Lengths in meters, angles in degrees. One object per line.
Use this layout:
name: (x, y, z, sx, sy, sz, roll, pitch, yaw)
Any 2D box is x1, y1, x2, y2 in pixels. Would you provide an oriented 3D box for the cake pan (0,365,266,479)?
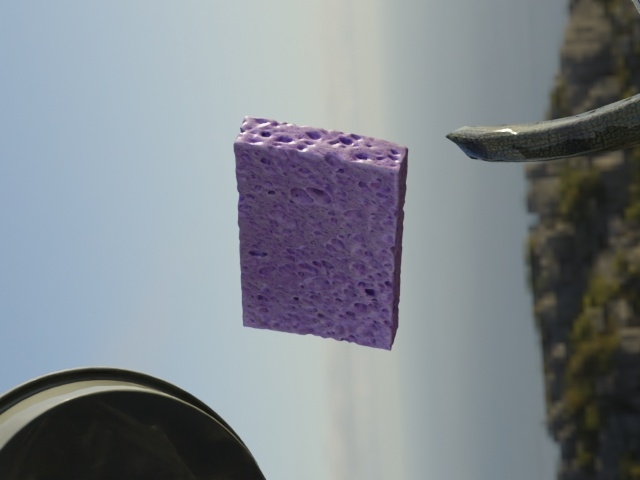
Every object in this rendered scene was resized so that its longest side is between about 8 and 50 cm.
cake pan: (-0.146, 0.233, 1.328, 0.054, 0.293, 0.293, -20, 71, 60)

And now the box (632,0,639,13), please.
box: (0.352, -0.205, 1.387, 0.213, 0.117, 0.243, -50, -62, -26)

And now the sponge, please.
sponge: (0.000, 0.000, 1.328, 0.210, 0.117, 0.031, 90, -167, -51)

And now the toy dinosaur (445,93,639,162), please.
toy dinosaur: (0.140, -0.002, 0.279, 0.268, 0.118, 0.064, 4, 70, 61)
